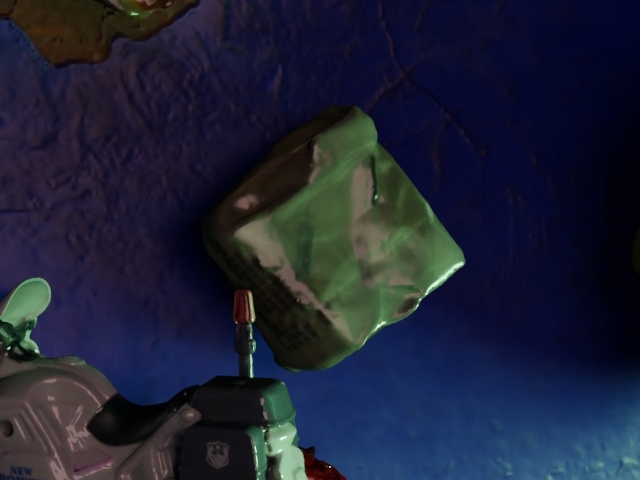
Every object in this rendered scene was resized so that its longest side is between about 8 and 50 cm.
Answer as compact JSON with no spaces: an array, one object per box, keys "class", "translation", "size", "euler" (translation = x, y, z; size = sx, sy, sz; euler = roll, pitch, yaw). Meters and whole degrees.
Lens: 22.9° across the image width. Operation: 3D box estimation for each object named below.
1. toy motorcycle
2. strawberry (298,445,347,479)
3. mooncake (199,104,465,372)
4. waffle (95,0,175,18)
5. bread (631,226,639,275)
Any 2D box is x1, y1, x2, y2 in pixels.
[{"class":"toy motorcycle","translation":[-0.113,0.096,0.818],"size":[0.221,0.102,0.150],"euler":[3,93,12]},{"class":"strawberry","translation":[-0.038,0.182,0.884],"size":[0.145,0.086,0.145],"euler":[3,83,-27]},{"class":"mooncake","translation":[0.000,0.000,0.924],"size":[0.130,0.073,0.125],"euler":[-38,99,-25]},{"class":"waffle","translation":[-0.151,-0.331,0.878],"size":[0.304,0.077,0.348],"euler":[29,74,-22]},{"class":"bread","translation":[0.338,-0.010,1.039],"size":[0.333,0.160,0.333],"euler":[3,84,-27]}]
